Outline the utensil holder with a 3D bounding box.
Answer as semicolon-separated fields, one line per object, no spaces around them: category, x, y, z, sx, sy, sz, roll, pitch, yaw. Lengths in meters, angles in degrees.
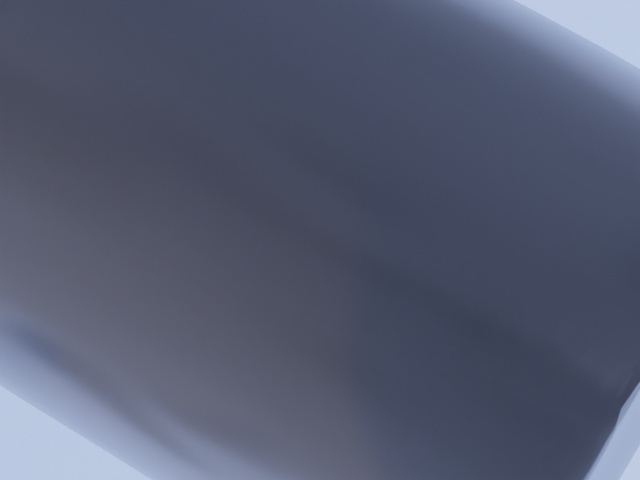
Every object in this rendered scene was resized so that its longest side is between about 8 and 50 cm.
utensil holder;0.000;0.000;0.886;0.385;0.327;0.328;31;-101;15
